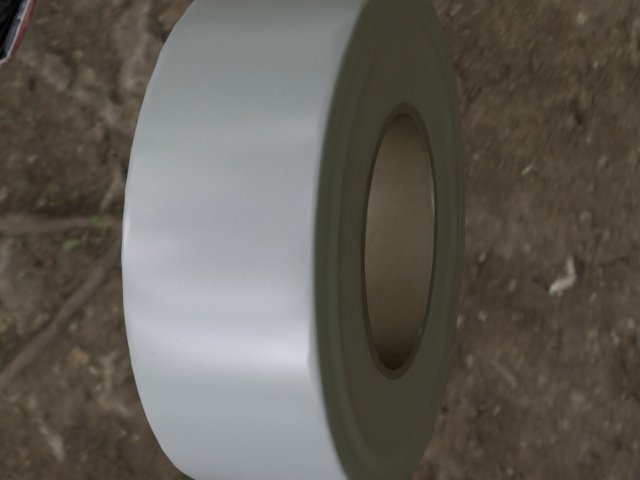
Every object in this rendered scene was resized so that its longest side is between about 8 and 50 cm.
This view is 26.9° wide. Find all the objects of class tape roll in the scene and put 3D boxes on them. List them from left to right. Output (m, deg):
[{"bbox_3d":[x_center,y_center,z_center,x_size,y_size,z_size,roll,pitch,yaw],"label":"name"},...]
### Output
[{"bbox_3d":[0.000,0.000,0.733,0.100,0.286,0.286,3,112,19],"label":"tape roll"}]

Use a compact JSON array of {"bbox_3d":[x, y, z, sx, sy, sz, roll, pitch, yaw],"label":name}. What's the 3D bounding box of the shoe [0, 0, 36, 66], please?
[{"bbox_3d":[-0.246,-0.109,0.822,0.178,0.081,0.063,-46,115,-3],"label":"shoe"}]
